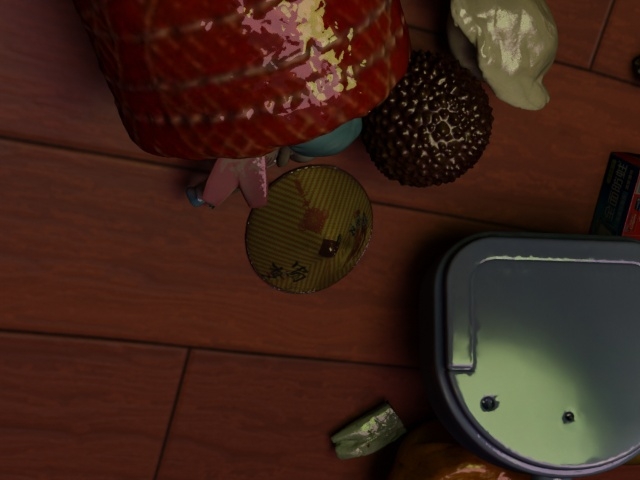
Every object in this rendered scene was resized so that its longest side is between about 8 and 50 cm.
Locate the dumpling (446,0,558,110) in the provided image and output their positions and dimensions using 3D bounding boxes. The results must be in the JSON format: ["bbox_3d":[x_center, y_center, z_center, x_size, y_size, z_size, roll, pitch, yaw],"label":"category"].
[{"bbox_3d":[0.240,-0.271,1.490,0.132,0.162,0.250,-21,136,29],"label":"dumpling"}]

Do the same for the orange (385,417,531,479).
[{"bbox_3d":[0.213,0.383,1.748,0.249,0.183,0.249,-3,115,-7],"label":"orange"}]

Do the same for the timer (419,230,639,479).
[{"bbox_3d":[0.327,0.178,1.624,0.395,0.173,0.394,2,80,-9],"label":"timer"}]

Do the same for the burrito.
[{"bbox_3d":[0.074,0.299,1.727,0.118,0.044,0.074,-31,125,-14],"label":"burrito"}]

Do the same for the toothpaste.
[{"bbox_3d":[0.460,0.025,1.767,0.066,0.076,0.320,2,110,-26],"label":"toothpaste"}]

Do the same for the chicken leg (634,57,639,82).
[{"bbox_3d":[0.553,-0.304,1.658,0.196,0.080,0.125,-18,86,4],"label":"chicken leg"}]

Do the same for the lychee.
[{"bbox_3d":[0.130,-0.162,1.464,0.188,0.188,0.188,-10,115,-21],"label":"lychee"}]

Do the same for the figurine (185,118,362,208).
[{"bbox_3d":[-0.046,-0.109,1.422,0.260,0.102,0.205,-35,154,24],"label":"figurine"}]

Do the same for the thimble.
[{"bbox_3d":[-0.083,-0.259,1.243,0.350,0.350,0.230,-26,122,-13],"label":"thimble"}]

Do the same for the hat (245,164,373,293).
[{"bbox_3d":[0.000,0.000,1.538,0.193,0.082,0.193,-10,117,-21],"label":"hat"}]

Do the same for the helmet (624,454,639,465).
[{"bbox_3d":[0.521,0.294,1.880,0.257,0.140,0.205,24,100,-34],"label":"helmet"}]
